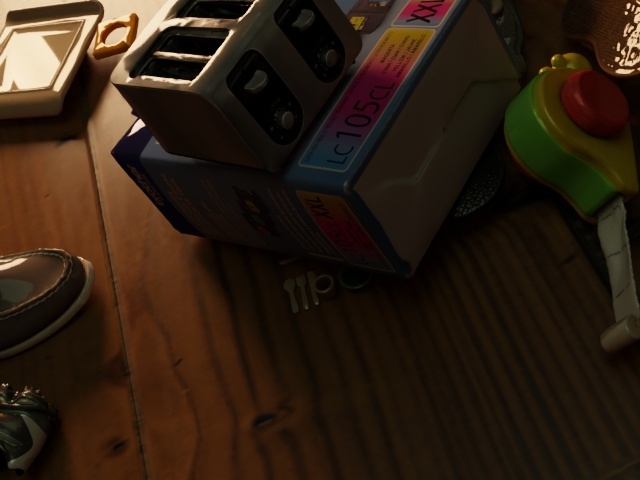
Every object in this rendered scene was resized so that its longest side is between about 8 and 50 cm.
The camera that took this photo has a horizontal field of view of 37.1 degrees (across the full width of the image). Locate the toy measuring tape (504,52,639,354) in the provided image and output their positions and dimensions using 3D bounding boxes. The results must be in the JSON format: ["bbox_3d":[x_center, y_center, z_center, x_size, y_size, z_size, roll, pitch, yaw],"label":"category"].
[{"bbox_3d":[0.230,-0.057,0.884,0.121,0.121,0.330,-8,53,19],"label":"toy measuring tape"}]

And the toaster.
[{"bbox_3d":[-0.081,-0.162,0.882,0.186,0.110,0.168,14,61,42],"label":"toaster"}]

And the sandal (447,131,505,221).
[{"bbox_3d":[0.160,-0.081,0.993,0.067,0.040,0.179,-4,44,17],"label":"sandal"}]

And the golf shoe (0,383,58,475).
[{"bbox_3d":[-0.375,0.202,0.996,0.198,0.077,0.094,-5,54,23],"label":"golf shoe"}]

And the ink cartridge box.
[{"bbox_3d":[-0.031,-0.130,1.017,0.395,0.151,0.270,10,58,41],"label":"ink cartridge box"}]

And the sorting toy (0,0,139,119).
[{"bbox_3d":[-0.404,-0.251,1.369,0.348,0.047,0.196,0,60,25],"label":"sorting toy"}]

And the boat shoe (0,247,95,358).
[{"bbox_3d":[-0.420,0.077,1.095,0.324,0.096,0.116,-18,50,12],"label":"boat shoe"}]

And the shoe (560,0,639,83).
[{"bbox_3d":[0.308,-0.208,0.960,0.219,0.058,0.076,-104,34,-63],"label":"shoe"}]

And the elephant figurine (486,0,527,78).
[{"bbox_3d":[0.163,-0.304,1.091,0.186,0.169,0.239,12,74,63],"label":"elephant figurine"}]

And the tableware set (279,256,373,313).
[{"bbox_3d":[0.000,0.000,1.011,0.104,0.024,0.154,-21,49,9],"label":"tableware set"}]
